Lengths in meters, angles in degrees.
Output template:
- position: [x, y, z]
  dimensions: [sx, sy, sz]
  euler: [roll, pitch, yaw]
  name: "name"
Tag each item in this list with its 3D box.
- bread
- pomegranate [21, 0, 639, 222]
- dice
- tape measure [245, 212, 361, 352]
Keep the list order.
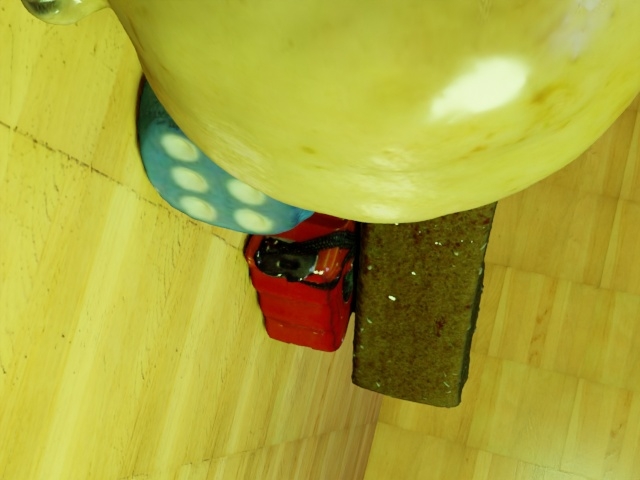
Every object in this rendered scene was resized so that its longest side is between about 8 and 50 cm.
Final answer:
- position: [0.128, 0.044, 1.184]
  dimensions: [0.113, 0.165, 0.417]
  euler: [-62, 161, -45]
  name: "bread"
- position: [0.010, -0.213, 0.541]
  dimensions: [0.411, 0.411, 0.412]
  euler: [13, 90, -77]
  name: "pomegranate"
- position: [-0.059, -0.099, 0.786]
  dimensions: [0.143, 0.146, 0.146]
  euler: [79, 27, -56]
  name: "dice"
- position: [0.000, 0.000, 1.203]
  dimensions: [0.253, 0.114, 0.261]
  euler: [83, 23, -57]
  name: "tape measure"
